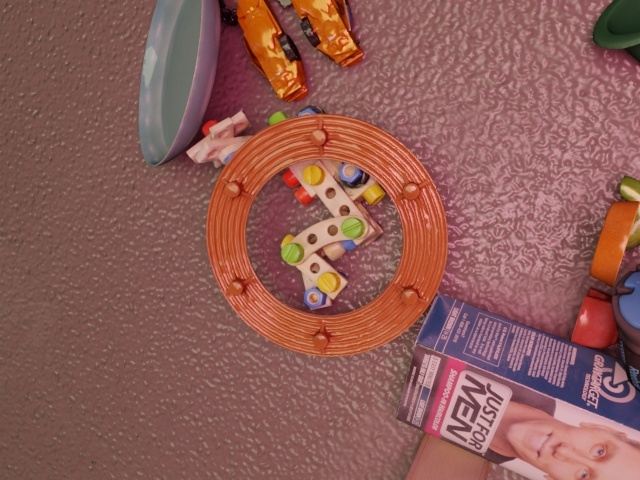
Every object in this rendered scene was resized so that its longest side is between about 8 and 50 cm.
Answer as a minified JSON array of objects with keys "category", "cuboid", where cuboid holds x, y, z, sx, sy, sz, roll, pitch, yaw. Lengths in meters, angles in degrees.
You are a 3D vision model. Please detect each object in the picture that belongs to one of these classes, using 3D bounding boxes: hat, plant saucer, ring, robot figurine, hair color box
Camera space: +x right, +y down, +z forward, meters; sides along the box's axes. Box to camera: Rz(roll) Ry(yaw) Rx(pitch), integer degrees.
[{"category":"hat","cuboid":[0.465,-0.235,0.752,0.209,0.172,0.183,-31,116,32]},{"category":"plant saucer","cuboid":[-0.218,-0.267,0.909,0.318,0.044,0.317,-18,68,57]},{"category":"ring","cuboid":[0.000,0.000,0.798,0.337,0.032,0.336,2,101,11]},{"category":"robot figurine","cuboid":[-0.063,-0.372,0.912,0.211,0.085,0.290,-28,83,17]},{"category":"hair color box","cuboid":[0.285,0.217,0.762,0.348,0.105,0.173,19,133,17]}]

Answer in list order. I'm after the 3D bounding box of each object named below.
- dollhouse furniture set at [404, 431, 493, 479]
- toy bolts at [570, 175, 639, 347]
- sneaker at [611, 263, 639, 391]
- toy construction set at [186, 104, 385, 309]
[{"category":"dollhouse furniture set","cuboid":[0.150,0.424,0.860,0.212,0.161,0.241,22,121,17]},{"category":"toy bolts","cuboid":[0.409,0.055,0.704,0.159,0.218,0.228,18,108,26]},{"category":"sneaker","cuboid":[0.448,0.040,0.622,0.341,0.125,0.139,-27,126,-7]},{"category":"toy construction set","cuboid":[-0.032,-0.074,0.887,0.215,0.151,0.327,-41,90,16]}]
